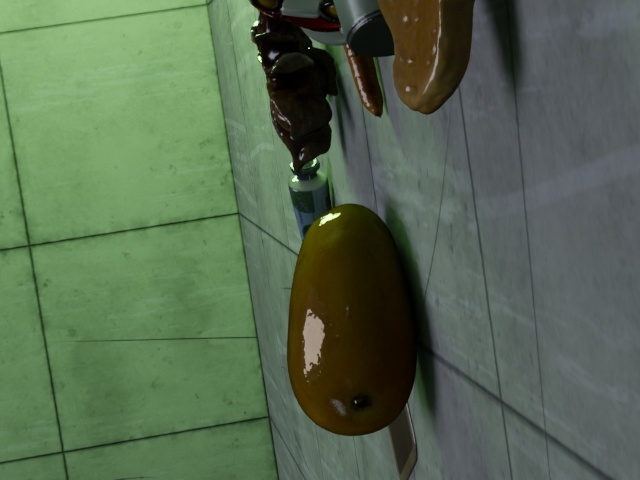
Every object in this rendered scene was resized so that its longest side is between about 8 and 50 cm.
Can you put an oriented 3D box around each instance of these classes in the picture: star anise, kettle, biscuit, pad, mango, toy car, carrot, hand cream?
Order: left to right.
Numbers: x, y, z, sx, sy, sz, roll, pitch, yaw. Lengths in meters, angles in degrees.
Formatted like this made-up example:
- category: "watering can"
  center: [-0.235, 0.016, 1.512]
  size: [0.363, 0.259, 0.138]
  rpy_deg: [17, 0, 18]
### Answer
- category: "star anise"
  center: [-0.026, -0.201, 1.997]
  size: [0.214, 0.099, 0.220]
  rpy_deg: [26, -131, -82]
- category: "hand cream"
  center: [0.000, 0.000, 2.227]
  size: [0.088, 0.055, 0.256]
  rpy_deg: [-102, 0, -56]
- category: "toy car"
  center: [0.006, -0.243, 1.580]
  size: [0.112, 0.139, 0.112]
  rpy_deg: [57, -140, -55]
- category: "mango"
  center: [0.031, 0.080, 1.700]
  size: [0.175, 0.139, 0.254]
  rpy_deg: [123, 143, -75]
- category: "carrot"
  center: [0.036, -0.215, 1.702]
  size: [0.037, 0.037, 0.190]
  rpy_deg: [99, 160, -67]
- category: "pad"
  center: [0.080, 0.155, 1.938]
  size: [0.176, 0.002, 0.266]
  rpy_deg: [100, 160, -68]
- category: "kettle"
  center: [0.058, -0.242, 1.341]
  size: [0.098, 0.127, 0.148]
  rpy_deg: [24, -132, -60]
- category: "biscuit"
  center: [0.067, -0.270, 1.200]
  size: [0.339, 0.047, 0.216]
  rpy_deg: [-112, 32, -43]
